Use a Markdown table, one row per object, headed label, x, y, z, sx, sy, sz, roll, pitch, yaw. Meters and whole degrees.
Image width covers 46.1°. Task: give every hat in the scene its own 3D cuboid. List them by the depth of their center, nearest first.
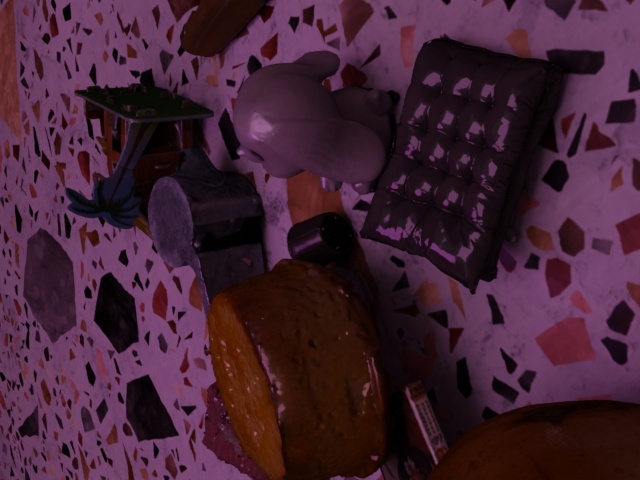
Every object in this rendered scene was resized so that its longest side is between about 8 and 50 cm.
| label | x | y | z | sx | sy | sz | roll | pitch | yaw |
| --- | --- | --- | --- | --- | --- | --- | --- | --- | --- |
| hat | -0.185 | 0.391 | 1.642 | 0.237 | 0.107 | 0.286 | 19 | 117 | 35 |

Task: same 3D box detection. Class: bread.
| label | x | y | z | sx | sy | sz | roll | pitch | yaw |
| --- | --- | --- | --- | --- | --- | --- | --- | --- | --- |
| bread | -0.035 | 0.218 | 1.248 | 0.398 | 0.215 | 0.398 | 45 | 143 | 49 |

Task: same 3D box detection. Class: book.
| label | x | y | z | sx | sy | sz | roll | pitch | yaw |
| --- | --- | --- | --- | --- | --- | --- | --- | --- | --- |
| book | 0.185 | 0.451 | 1.192 | 0.300 | 0.039 | 0.428 | 119 | 133 | -66 |

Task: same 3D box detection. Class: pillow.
| label | x | y | z | sx | sy | sz | roll | pitch | yaw |
| --- | --- | --- | --- | --- | --- | --- | --- | --- | --- |
| pillow | 0.193 | -0.116 | 1.086 | 0.228 | 0.101 | 0.326 | 27 | 109 | 40 |

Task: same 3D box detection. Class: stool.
| label | x | y | z | sx | sy | sz | roll | pitch | yaw |
| --- | --- | --- | --- | --- | --- | --- | --- | --- | --- |
| stool | 0.000 | 0.000 | 1.361 | 0.110 | 0.096 | 0.096 | -25 | 79 | 45 |

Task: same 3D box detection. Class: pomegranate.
| label | x | y | z | sx | sy | sz | roll | pitch | yaw |
| --- | --- | --- | --- | --- | --- | --- | --- | --- | --- |
| pomegranate | 0.315 | 0.379 | 0.873 | 0.416 | 0.416 | 0.416 | 13 | 107 | 47 |

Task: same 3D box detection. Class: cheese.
| label | x | y | z | sx | sy | sz | roll | pitch | yaw |
| --- | --- | --- | --- | --- | --- | --- | --- | --- | --- |
| cheese | 0.017 | 0.133 | 1.397 | 0.244 | 0.052 | 0.135 | -39 | 68 | 47 |

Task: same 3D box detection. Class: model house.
| label | x | y | z | sx | sy | sz | roll | pitch | yaw |
| --- | --- | --- | --- | --- | --- | --- | --- | --- | --- |
| model house | -0.446 | -0.157 | 1.658 | 0.300 | 0.340 | 0.323 | 27 | 122 | 45 |

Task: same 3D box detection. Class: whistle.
| label | x | y | z | sx | sy | sz | roll | pitch | yaw |
| --- | --- | --- | --- | --- | --- | --- | --- | --- | --- |
| whistle | -0.209 | 0.009 | 1.542 | 0.405 | 0.168 | 0.188 | 59 | 136 | 23 |

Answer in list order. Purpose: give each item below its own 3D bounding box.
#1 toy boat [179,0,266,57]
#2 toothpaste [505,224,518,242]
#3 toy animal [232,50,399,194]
| label | x | y | z | sx | sy | sz | roll | pitch | yaw |
| --- | --- | --- | --- | --- | --- | --- | --- | --- | --- |
| toy boat | -0.195 | -0.477 | 1.490 | 0.321 | 0.089 | 0.121 | -32 | 67 | 49 |
| toothpaste | 0.221 | -0.055 | 1.143 | 0.204 | 0.031 | 0.049 | 42 | 125 | 38 |
| toy animal | 0.003 | -0.182 | 1.205 | 0.249 | 0.289 | 0.174 | 45 | 130 | 7 |
